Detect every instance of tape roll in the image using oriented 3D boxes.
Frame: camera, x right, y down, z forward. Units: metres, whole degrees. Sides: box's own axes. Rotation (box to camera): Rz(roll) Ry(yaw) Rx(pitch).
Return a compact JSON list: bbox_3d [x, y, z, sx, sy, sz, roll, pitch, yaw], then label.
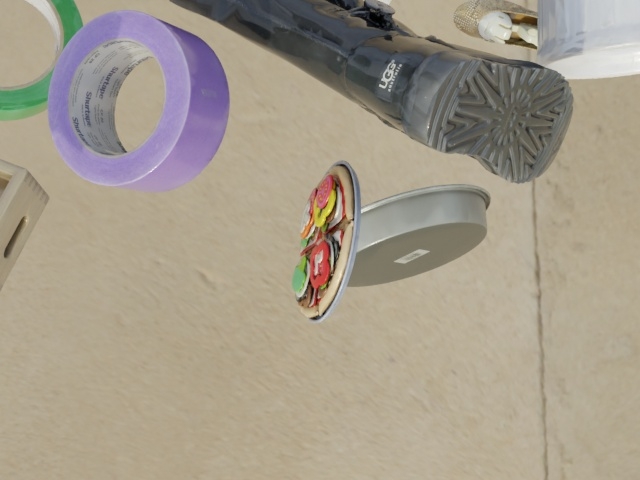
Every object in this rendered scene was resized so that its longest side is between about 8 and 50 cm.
[{"bbox_3d":[-0.634,-0.400,1.935,0.321,0.077,0.321,4,79,-21],"label":"tape roll"},{"bbox_3d":[-0.199,-0.148,1.063,0.188,0.080,0.189,-2,87,27],"label":"tape roll"}]

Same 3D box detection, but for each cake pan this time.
[{"bbox_3d":[0.128,0.001,1.498,0.293,0.293,0.054,-19,72,7],"label":"cake pan"}]

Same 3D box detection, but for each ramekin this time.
[{"bbox_3d":[0.440,-0.320,1.390,0.277,0.277,0.135,-5,89,12],"label":"ramekin"}]

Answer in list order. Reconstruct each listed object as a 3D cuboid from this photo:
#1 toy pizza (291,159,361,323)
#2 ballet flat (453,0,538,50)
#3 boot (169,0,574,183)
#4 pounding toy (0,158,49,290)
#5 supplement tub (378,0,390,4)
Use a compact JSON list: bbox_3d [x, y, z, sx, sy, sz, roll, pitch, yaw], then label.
[{"bbox_3d":[0.000,0.000,1.186,0.032,0.201,0.201,10,75,-17],"label":"toy pizza"},{"bbox_3d":[0.320,-0.346,1.589,0.206,0.073,0.067,6,33,-4],"label":"ballet flat"},{"bbox_3d":[0.068,-0.240,1.259,0.445,0.367,0.146,31,101,34],"label":"boot"},{"bbox_3d":[-0.354,-0.011,0.940,0.130,0.100,0.141,20,73,10],"label":"pounding toy"},{"bbox_3d":[-0.026,-0.533,1.799,0.228,0.316,0.228,-19,66,49],"label":"supplement tub"}]
